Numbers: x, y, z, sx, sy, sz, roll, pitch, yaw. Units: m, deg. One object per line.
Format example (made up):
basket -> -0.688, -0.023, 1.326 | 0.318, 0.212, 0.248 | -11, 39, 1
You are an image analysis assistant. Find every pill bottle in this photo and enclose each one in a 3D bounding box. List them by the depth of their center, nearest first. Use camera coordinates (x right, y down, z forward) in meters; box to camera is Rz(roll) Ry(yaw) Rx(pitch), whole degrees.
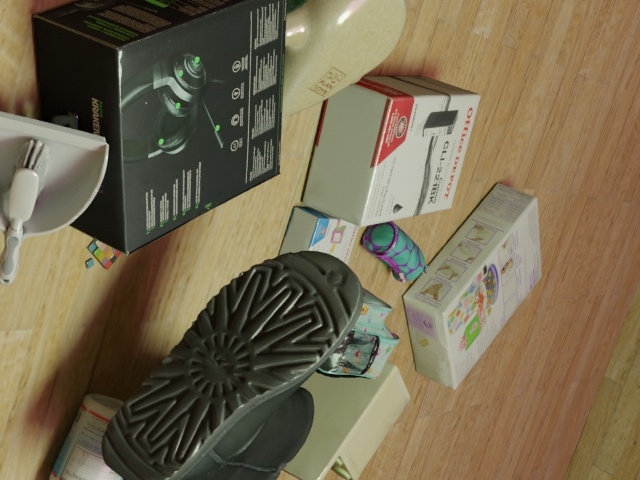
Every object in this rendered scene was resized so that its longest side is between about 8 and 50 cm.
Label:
pill bottle -> -0.288, 0.281, 1.490 | 0.087, 0.087, 0.160 | 23, 92, -59

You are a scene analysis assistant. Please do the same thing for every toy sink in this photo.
toy sink -> 0.013, 0.291, 1.899 | 0.234, 0.152, 0.131 | -54, 148, -21

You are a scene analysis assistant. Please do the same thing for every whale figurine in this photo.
whale figurine -> -0.019, -0.258, 1.523 | 0.272, 0.141, 0.216 | -47, 153, 16

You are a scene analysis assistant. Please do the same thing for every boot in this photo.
boot -> -0.065, 0.204, 1.558 | 0.367, 0.146, 0.445 | -39, 158, -1

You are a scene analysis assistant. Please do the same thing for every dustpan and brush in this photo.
dustpan and brush -> -0.312, -0.034, 1.231 | 0.211, 0.147, 0.060 | 118, -20, -48

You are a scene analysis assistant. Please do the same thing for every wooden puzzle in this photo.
wooden puzzle -> -0.254, 0.003, 1.428 | 0.083, 0.006, 0.049 | -55, 148, -18

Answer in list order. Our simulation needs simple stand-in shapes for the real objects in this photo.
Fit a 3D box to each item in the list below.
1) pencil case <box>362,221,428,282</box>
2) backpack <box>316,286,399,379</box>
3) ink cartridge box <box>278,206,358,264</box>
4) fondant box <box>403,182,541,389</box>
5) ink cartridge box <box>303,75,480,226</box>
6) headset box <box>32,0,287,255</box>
pencil case -> 0.125, 0.019, 1.967 | 0.151, 0.064, 0.070 | 41, 51, -58
backpack -> 0.028, 0.133, 1.794 | 0.188, 0.166, 0.144 | 33, 85, -53
ink cartridge box -> 0.000, 0.000, 1.774 | 0.122, 0.052, 0.089 | 0, 111, -58
fondant box -> 0.298, 0.086, 2.253 | 0.330, 0.096, 0.238 | -49, 145, -28
ink cartridge box -> 0.113, -0.141, 1.789 | 0.273, 0.114, 0.197 | -12, 120, -55
headset box -> -0.177, -0.152, 1.318 | 0.283, 0.131, 0.246 | -33, 137, -43
